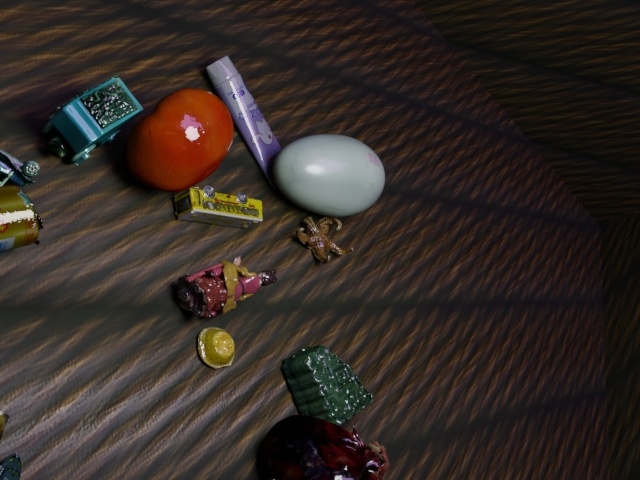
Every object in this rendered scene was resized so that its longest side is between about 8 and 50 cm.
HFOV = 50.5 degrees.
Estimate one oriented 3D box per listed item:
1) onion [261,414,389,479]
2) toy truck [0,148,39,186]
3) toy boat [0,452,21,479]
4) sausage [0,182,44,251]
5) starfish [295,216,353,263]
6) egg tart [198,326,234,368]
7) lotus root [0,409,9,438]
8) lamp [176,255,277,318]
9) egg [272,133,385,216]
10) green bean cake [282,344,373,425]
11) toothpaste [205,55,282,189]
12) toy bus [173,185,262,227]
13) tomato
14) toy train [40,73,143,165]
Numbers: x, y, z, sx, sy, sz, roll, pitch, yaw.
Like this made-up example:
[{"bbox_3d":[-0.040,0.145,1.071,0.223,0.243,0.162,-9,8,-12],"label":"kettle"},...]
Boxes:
[{"bbox_3d":[-0.011,0.511,1.493,0.221,0.280,0.281,51,26,-71],"label":"onion"},{"bbox_3d":[-0.622,-0.150,1.292,0.154,0.080,0.078,35,74,-30],"label":"toy truck"},{"bbox_3d":[-0.523,0.414,1.104,0.055,0.060,0.141,60,27,-43],"label":"toy boat"},{"bbox_3d":[-0.649,-0.021,1.151,0.125,0.117,0.317,49,36,18],"label":"sausage"},{"bbox_3d":[0.000,0.000,1.875,0.189,0.074,0.146,-2,70,-48],"label":"starfish"},{"bbox_3d":[-0.229,0.238,1.529,0.105,0.039,0.105,26,50,-36],"label":"egg tart"},{"bbox_3d":[-0.575,0.321,1.068,0.080,0.089,0.179,28,36,26],"label":"lotus root"},{"bbox_3d":[-0.214,0.097,1.567,0.253,0.118,0.118,-25,89,-49],"label":"lamp"},{"bbox_3d":[0.026,-0.181,1.880,0.371,0.230,0.230,2,68,-45],"label":"egg"},{"bbox_3d":[0.022,0.352,1.689,0.193,0.107,0.208,-20,84,-49],"label":"green bean cake"},{"bbox_3d":[-0.191,-0.321,1.856,0.371,0.080,0.125,61,36,-16],"label":"toothpaste"},{"bbox_3d":[-0.247,-0.080,1.653,0.226,0.081,0.074,8,69,-48],"label":"toy bus"},{"bbox_3d":[-0.309,-0.220,1.520,0.180,0.260,0.260,46,41,0],"label":"tomato"},{"bbox_3d":[-0.478,-0.254,1.425,0.112,0.163,0.203,52,41,-16],"label":"toy train"}]
